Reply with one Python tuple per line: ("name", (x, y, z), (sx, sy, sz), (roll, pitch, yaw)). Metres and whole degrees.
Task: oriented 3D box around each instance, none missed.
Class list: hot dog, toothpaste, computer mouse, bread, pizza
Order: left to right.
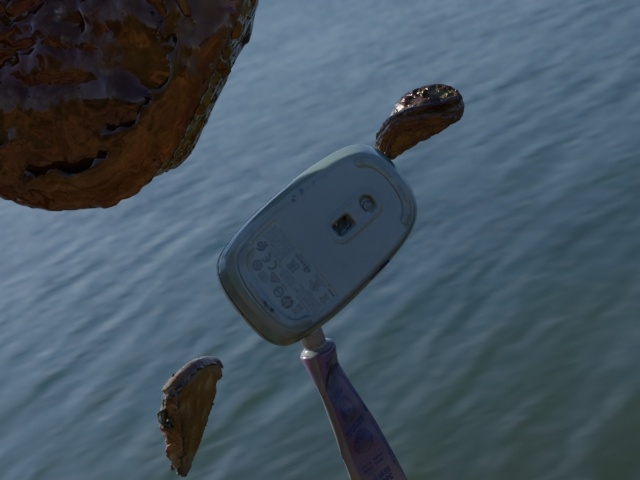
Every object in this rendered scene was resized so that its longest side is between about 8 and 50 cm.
("bread", (-0.222, -0.208, 1.213), (0.358, 0.336, 0.204), (-60, -19, 8))
("pizza", (-0.213, 0.276, 1.952), (0.052, 0.195, 0.185), (15, 15, 21))
("computer mouse", (-0.002, 0.000, 1.551), (0.288, 0.159, 0.097), (-42, 10, -19))
("toothpaste", (0.039, 0.233, 1.621), (0.075, 0.301, 0.048), (-37, 24, -33))
("hot dog", (0.137, -0.172, 1.788), (0.147, 0.065, 0.099), (-30, 16, 37))
